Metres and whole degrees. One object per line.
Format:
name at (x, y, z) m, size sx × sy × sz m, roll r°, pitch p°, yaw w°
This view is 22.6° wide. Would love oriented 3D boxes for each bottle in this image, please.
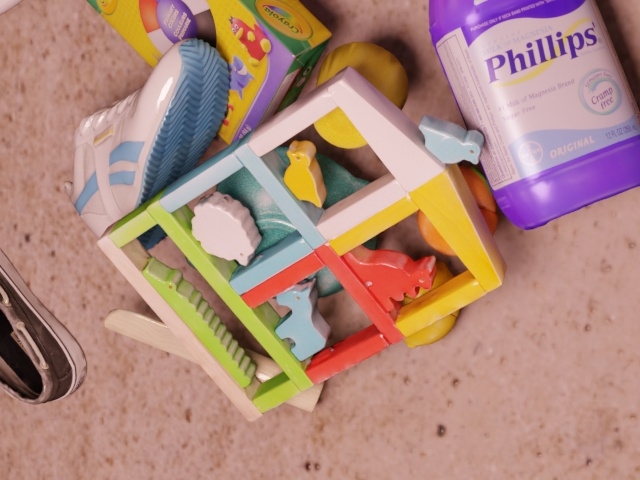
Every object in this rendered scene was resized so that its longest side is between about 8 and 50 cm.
bottle at (0.140, -0.154, 1.152) m, size 0.118 × 0.092 × 0.282 m, roll -20°, pitch 88°, yaw -10°

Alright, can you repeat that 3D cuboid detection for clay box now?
clay box at (-0.103, -0.186, 1.251) m, size 0.222 × 0.053 × 0.127 m, roll 44°, pitch 139°, yaw 11°

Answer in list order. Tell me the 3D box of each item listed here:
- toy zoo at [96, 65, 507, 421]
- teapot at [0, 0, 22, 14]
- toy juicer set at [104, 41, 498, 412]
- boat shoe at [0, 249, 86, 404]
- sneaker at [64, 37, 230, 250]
toy zoo at (0.000, 0.000, 1.177) m, size 0.293 × 0.030 × 0.192 m, roll -30°, pitch 107°, yaw 28°
teapot at (-0.310, -0.292, 1.285) m, size 0.256 × 0.187 × 0.252 m, roll -35°, pitch 111°, yaw 6°
toy juicer set at (0.005, 0.015, 1.256) m, size 0.209 × 0.089 × 0.329 m, roll 39°, pitch 121°, yaw -8°
boat shoe at (-0.295, 0.055, 1.379) m, size 0.219 × 0.070 × 0.078 m, roll 41°, pitch 110°, yaw 13°
sneaker at (-0.144, -0.079, 1.257) m, size 0.092 × 0.087 × 0.228 m, roll 45°, pitch 136°, yaw 14°
